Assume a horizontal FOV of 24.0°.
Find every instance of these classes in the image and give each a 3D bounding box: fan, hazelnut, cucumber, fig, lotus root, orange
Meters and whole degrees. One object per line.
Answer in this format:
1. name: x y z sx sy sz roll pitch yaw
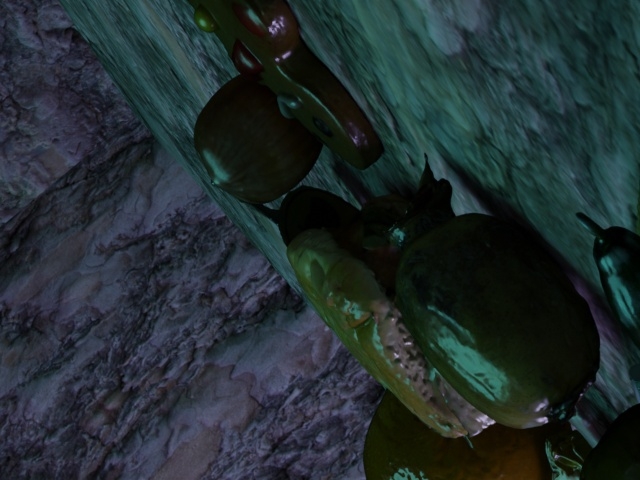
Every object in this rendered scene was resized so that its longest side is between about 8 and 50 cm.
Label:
1. fan: -0.001 0.001 1.896 0.335 0.011 0.230 31 -147 -24
2. hazelnut: -0.077 -0.122 1.815 0.150 0.150 0.150 49 174 7
3. cucumber: 0.243 0.068 0.999 0.250 0.056 0.056 52 173 -20
4. fig: 0.297 0.207 1.256 0.127 0.133 0.185 66 165 -11
5. lotus root: 0.141 0.050 1.360 0.278 0.154 0.154 52 175 20
6. orange: 0.169 0.238 1.753 0.264 0.264 0.264 49 174 7

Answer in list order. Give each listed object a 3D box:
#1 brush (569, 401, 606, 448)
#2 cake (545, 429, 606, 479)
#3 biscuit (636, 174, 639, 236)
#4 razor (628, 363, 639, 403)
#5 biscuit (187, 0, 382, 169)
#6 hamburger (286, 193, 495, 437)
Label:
1. brush: 0.304 0.220 1.577 0.301 0.071 0.084 51 162 -6
2. cake: 0.297 0.290 1.632 0.079 0.185 0.116 -1 163 39
3. biscuit: 0.255 0.025 0.979 0.139 0.016 0.231 48 173 22
4. razor: 0.309 0.169 1.402 0.084 0.036 0.211 18 152 28
5. biscuit: -0.095 -0.236 1.621 0.432 0.064 0.283 50 173 -1
6. hamburger: 0.084 0.050 1.644 0.330 0.162 0.209 50 172 47
